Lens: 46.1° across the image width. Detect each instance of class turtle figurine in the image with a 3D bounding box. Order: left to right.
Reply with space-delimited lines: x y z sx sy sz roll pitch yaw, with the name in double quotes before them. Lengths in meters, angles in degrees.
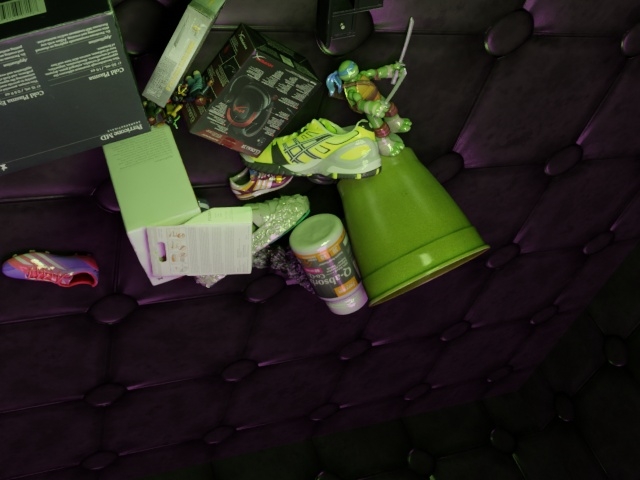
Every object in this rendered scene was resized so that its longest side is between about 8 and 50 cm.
"turtle figurine" 0.177 -0.359 1.901 0.275 0.197 0.266 -27 132 8

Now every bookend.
"bookend" 0.076 -0.540 1.738 0.156 0.072 0.157 -14 143 -16

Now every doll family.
"doll family" -0.333 -0.318 1.728 0.193 0.111 0.076 -42 128 19

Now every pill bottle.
"pill bottle" 0.033 0.072 2.155 0.162 0.162 0.278 -26 124 1

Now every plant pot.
"plant pot" 0.220 -0.053 2.076 0.367 0.353 0.366 -26 171 -4

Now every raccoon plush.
"raccoon plush" 0.000 0.000 2.279 0.446 0.216 0.299 6 126 -35

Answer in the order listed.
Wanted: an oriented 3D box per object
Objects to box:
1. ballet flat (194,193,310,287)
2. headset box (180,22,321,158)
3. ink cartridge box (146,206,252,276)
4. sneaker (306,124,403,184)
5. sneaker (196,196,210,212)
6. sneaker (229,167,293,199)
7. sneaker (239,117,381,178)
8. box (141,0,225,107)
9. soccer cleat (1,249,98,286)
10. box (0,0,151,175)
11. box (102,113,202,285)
"ballet flat" -0.216 -0.021 2.155 0.409 0.147 0.147 -38 143 3
"headset box" -0.179 -0.339 1.805 0.218 0.110 0.293 17 127 -43
"ink cartridge box" -0.264 0.006 1.668 0.225 0.056 0.181 -1 140 -7
"sneaker" 0.079 -0.236 2.105 0.296 0.104 0.147 -6 142 -15
"sneaker" -0.392 -0.035 2.091 0.099 0.153 0.282 7 163 -40
"sneaker" -0.158 -0.175 2.059 0.186 0.069 0.084 -26 150 -1
"sneaker" -0.027 -0.241 1.930 0.385 0.147 0.145 3 -166 19
"box" -0.282 -0.416 1.586 0.056 0.183 0.231 30 122 -14
"soccer cleat" -0.723 0.084 2.025 0.248 0.095 0.083 0 137 -32
"box" -0.558 -0.338 1.521 0.343 0.179 0.312 -18 143 -10
"box" -0.384 -0.106 1.775 0.168 0.345 0.215 -20 145 -8
